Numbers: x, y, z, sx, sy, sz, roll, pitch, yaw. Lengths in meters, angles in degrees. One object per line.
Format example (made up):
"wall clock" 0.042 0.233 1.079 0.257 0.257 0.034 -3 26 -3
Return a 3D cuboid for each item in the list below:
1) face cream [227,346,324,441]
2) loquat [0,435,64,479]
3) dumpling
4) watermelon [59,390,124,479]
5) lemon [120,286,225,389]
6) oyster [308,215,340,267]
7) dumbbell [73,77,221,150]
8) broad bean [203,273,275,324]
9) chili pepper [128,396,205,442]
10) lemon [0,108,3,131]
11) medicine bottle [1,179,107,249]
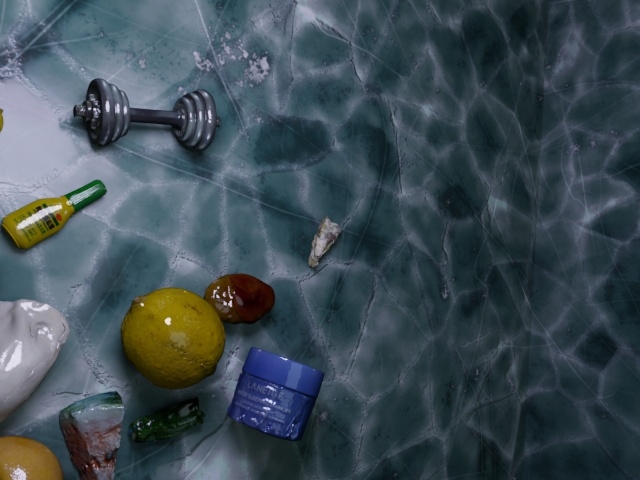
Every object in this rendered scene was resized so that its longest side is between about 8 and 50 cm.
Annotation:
"face cream" -0.135 0.469 1.649 0.249 0.249 0.225 28 73 -32
"loquat" -0.715 0.579 1.217 0.263 0.263 0.263 2 86 -36
"dumpling" -0.771 0.279 1.242 0.260 0.181 0.341 43 86 -17
"watermelon" -0.589 0.537 1.423 0.154 0.094 0.241 -7 95 -29
"lemon" -0.397 0.257 1.464 0.310 0.258 0.258 50 61 -29
"oyster" 0.002 -0.002 1.909 0.106 0.061 0.200 48 58 -4
"dumbbell" -0.463 -0.341 1.495 0.406 0.179 0.179 -4 90 -37
"broad bean" -0.246 0.179 1.663 0.228 0.122 0.156 10 84 -39
"chili pepper" -0.431 0.515 1.546 0.224 0.061 0.098 -10 107 -40
"lemon" -0.814 -0.282 1.275 0.133 0.109 0.109 -28 104 -25
"medicine bottle" -0.674 -0.079 1.395 0.260 0.064 0.095 -39 110 -32
